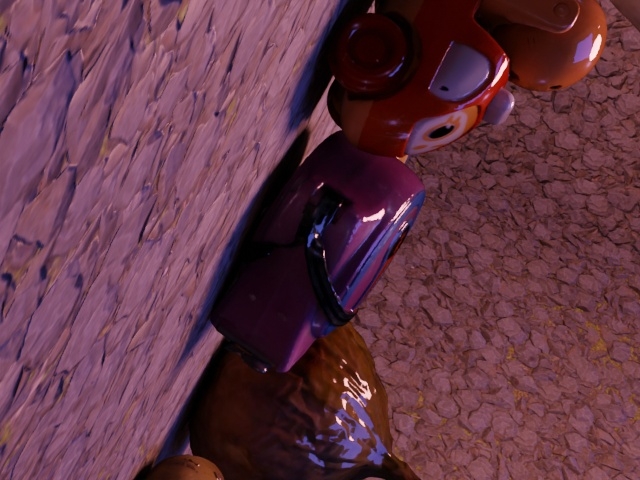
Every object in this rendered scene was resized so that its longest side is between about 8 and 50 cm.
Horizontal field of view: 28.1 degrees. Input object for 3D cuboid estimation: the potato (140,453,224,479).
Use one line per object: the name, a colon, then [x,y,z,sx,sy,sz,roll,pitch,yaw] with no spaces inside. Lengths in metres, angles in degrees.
potato: [-0.164,0.315,1.472,0.137,0.137,0.176,-63,-163,1]

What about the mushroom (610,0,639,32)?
mushroom: [0.384,-0.462,1.718,0.353,0.353,0.325,-25,134,-83]

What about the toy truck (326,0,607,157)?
toy truck: [0.146,-0.185,1.282,0.265,0.239,0.189,-61,175,-11]

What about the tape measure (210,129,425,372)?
tape measure: [0.000,0.000,1.384,0.232,0.149,0.245,-62,169,25]

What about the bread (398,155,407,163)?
bread: [0.093,-0.138,1.957,0.119,0.084,0.177,-62,175,-27]

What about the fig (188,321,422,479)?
fig: [0.012,0.260,1.669,0.286,0.368,0.286,-52,174,-7]
